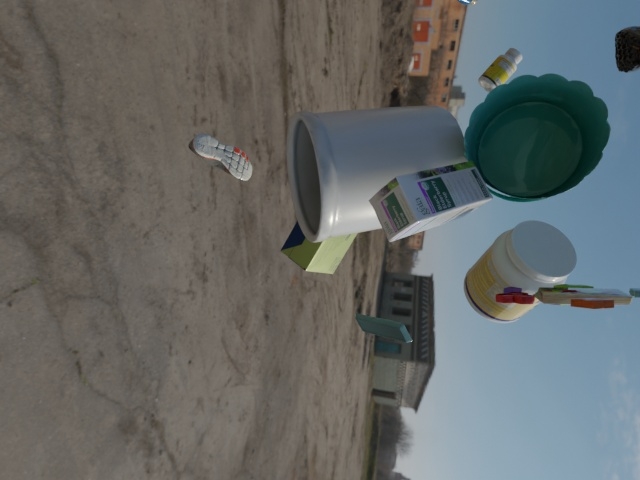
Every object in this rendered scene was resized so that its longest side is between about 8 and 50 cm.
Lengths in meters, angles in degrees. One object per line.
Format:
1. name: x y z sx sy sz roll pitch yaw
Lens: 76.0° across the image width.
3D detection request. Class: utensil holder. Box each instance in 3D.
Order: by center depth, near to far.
1. utensil holder: 0.134 -0.182 1.079 0.327 0.384 0.328 171 -90 -75

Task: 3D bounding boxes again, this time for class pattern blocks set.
1. pattern blocks set: 0.599 0.130 0.953 0.285 0.324 0.026 -3 91 -57

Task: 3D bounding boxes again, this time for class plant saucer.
1. plant saucer: 0.175 0.252 1.179 0.018 0.192 0.067 -42 113 -30

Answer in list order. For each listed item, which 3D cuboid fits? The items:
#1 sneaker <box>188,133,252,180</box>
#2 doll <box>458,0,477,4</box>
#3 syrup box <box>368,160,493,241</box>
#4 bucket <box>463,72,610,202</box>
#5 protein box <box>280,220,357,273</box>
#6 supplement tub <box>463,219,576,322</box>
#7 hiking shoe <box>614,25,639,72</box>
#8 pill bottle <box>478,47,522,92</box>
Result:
1. sneaker: -0.224 -0.188 0.921 0.157 0.064 0.061 33 71 -39
2. doll: 0.262 -0.418 0.629 0.129 0.188 0.046 74 9 -70
3. syrup box: 0.222 -0.081 0.816 0.096 0.236 0.093 -41 -111 53
4. bucket: 0.479 -0.219 0.936 0.183 0.280 0.282 -5 102 -65
5. protein box: 0.000 0.000 1.498 0.201 0.136 0.200 14 110 -59
6. supplement tub: 0.651 0.110 1.368 0.331 0.240 0.241 103 1 -57
7. hiking shoe: 0.650 -0.372 0.773 0.227 0.114 0.086 -70 146 -63
8. pill bottle: 0.514 -0.484 1.167 0.116 0.065 0.065 -47 173 9
